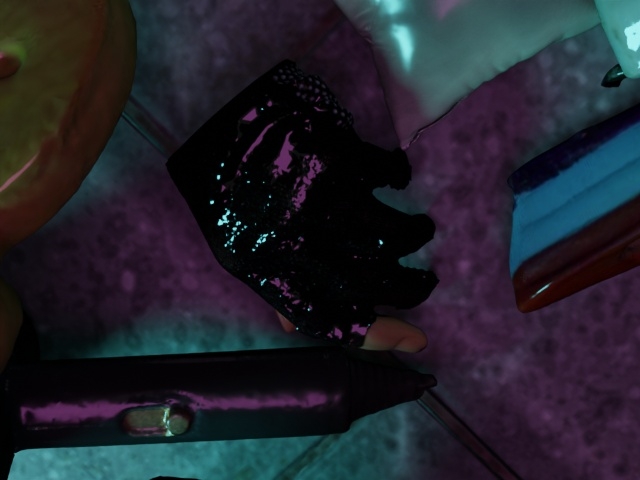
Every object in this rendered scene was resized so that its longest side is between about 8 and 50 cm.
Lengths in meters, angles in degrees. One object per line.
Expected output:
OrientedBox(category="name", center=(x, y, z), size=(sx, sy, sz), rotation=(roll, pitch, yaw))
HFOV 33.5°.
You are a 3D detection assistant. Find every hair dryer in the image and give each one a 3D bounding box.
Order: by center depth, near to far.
OrientedBox(category="hair dryer", center=(-0.101, 0.100, 0.617), size=(0.352, 0.189, 0.107), rotation=(-3, 114, -5))

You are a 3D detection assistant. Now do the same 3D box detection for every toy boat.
OrientedBox(category="toy boat", center=(0.272, -0.071, 0.556), size=(0.392, 0.136, 0.079), rotation=(-24, 72, 16))

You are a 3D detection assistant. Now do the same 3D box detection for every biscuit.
OrientedBox(category="biscuit", center=(-0.232, -0.018, 0.547), size=(0.275, 0.052, 0.355), rotation=(29, 80, 38))

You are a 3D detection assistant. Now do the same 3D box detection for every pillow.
OrientedBox(category="pillow", center=(0.031, -0.180, 0.563), size=(0.144, 0.078, 0.254), rotation=(-36, 100, 15))

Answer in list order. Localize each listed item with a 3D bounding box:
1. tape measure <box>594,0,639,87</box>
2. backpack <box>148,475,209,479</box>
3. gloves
OrientedBox(category="tape measure", center=(0.199, -0.220, 0.460), size=(0.246, 0.125, 0.243), rotation=(-21, 86, 51))
OrientedBox(category="backpack", center=(-0.048, 0.365, 0.579), size=(0.255, 0.363, 0.445), rotation=(13, 136, 6))
OrientedBox(category="gloves", center=(0.001, -0.001, 0.604), size=(0.129, 0.106, 0.180), rotation=(-40, 94, 13))
